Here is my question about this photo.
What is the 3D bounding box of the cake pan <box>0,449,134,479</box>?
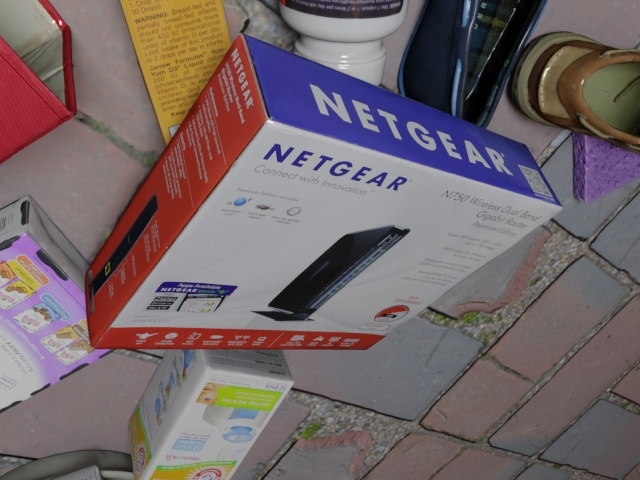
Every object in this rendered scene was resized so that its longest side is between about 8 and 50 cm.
[{"bbox_3d":[-0.331,0.383,0.795,0.293,0.054,0.293,-12,128,-16],"label":"cake pan"}]

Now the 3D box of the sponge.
[{"bbox_3d":[0.420,-0.141,0.767,0.210,0.031,0.117,-27,130,-3],"label":"sponge"}]

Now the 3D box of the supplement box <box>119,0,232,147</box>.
[{"bbox_3d":[-0.110,-0.149,0.488,0.080,0.078,0.234,-20,131,-10],"label":"supplement box"}]

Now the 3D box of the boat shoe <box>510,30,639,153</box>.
[{"bbox_3d":[0.369,-0.145,0.652,0.323,0.120,0.123,3,112,-17],"label":"boat shoe"}]

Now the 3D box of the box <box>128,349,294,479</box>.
[{"bbox_3d":[-0.137,0.195,0.712,0.114,0.103,0.203,18,115,-33],"label":"box"}]

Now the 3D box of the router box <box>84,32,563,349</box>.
[{"bbox_3d":[0.000,0.000,0.553,0.335,0.082,0.301,8,141,-38],"label":"router box"}]

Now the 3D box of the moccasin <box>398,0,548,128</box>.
[{"bbox_3d":[0.183,-0.249,0.521,0.137,0.117,0.342,-2,125,-24],"label":"moccasin"}]

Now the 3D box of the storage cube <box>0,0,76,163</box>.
[{"bbox_3d":[-0.287,-0.125,0.354,0.193,0.184,0.215,-32,131,1],"label":"storage cube"}]

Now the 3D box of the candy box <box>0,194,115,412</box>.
[{"bbox_3d":[-0.313,0.076,0.566,0.196,0.070,0.165,-28,131,-4],"label":"candy box"}]

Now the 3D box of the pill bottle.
[{"bbox_3d":[0.020,-0.223,0.472,0.108,0.108,0.194,-10,127,-18],"label":"pill bottle"}]

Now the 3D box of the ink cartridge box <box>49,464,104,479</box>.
[{"bbox_3d":[-0.331,0.386,0.727,0.189,0.066,0.232,-16,125,-14],"label":"ink cartridge box"}]
